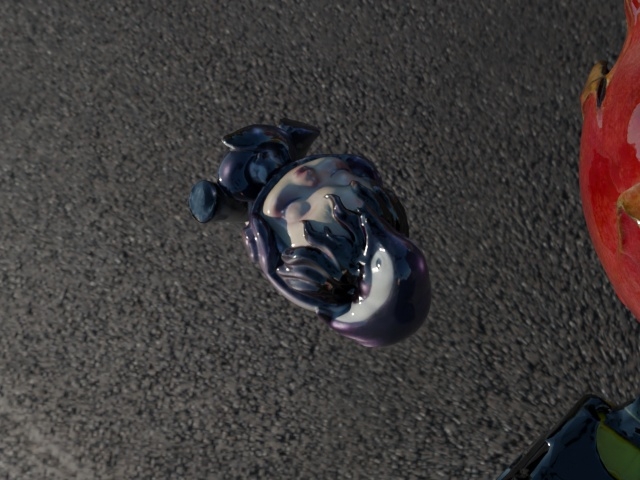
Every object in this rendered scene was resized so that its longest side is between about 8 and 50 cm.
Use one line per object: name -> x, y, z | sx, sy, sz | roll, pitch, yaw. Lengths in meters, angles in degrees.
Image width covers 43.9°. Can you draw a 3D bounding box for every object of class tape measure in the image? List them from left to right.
tape measure -> 0.169, 0.209, 0.570 | 0.199, 0.186, 0.112 | -42, 73, -10

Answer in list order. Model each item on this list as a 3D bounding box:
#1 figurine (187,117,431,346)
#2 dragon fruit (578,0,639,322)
figurine -> 0.000, 0.000, 0.675 | 0.222, 0.145, 0.145 | 39, 91, 31
dragon fruit -> 0.275, -0.024, 0.467 | 0.250, 0.250, 0.315 | -7, 109, 21
